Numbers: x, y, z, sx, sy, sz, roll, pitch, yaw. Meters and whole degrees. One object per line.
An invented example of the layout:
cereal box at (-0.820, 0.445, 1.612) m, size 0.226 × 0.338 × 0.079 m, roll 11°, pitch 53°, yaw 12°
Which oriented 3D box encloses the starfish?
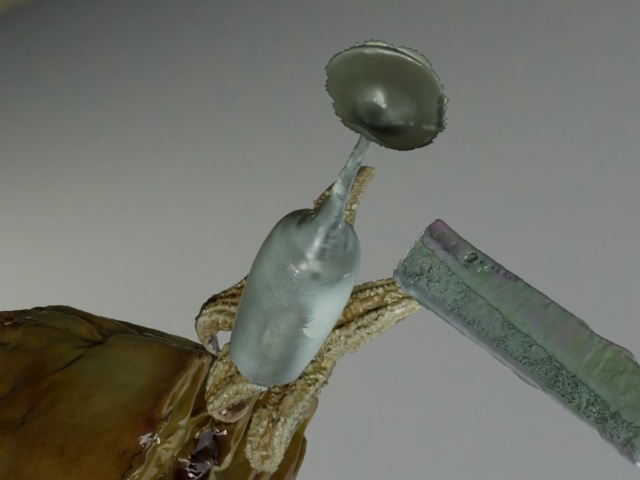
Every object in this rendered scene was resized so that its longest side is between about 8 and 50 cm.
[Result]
starfish at (-0.008, 0.053, 1.339) m, size 0.238 × 0.216 × 0.071 m, roll -12°, pitch 163°, yaw 39°

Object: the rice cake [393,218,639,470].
rice cake at (0.109, 0.052, 0.890) m, size 0.043 × 0.034 × 0.211 m, roll -53°, pitch -137°, yaw 1°

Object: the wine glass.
wine glass at (0.000, 0.000, 1.079) m, size 0.074 × 0.074 × 0.262 m, roll -33°, pitch 160°, yaw -36°

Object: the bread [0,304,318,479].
bread at (-0.196, 0.177, 1.574) m, size 0.324 × 0.167 × 0.277 m, roll 15°, pitch -114°, yaw 23°
